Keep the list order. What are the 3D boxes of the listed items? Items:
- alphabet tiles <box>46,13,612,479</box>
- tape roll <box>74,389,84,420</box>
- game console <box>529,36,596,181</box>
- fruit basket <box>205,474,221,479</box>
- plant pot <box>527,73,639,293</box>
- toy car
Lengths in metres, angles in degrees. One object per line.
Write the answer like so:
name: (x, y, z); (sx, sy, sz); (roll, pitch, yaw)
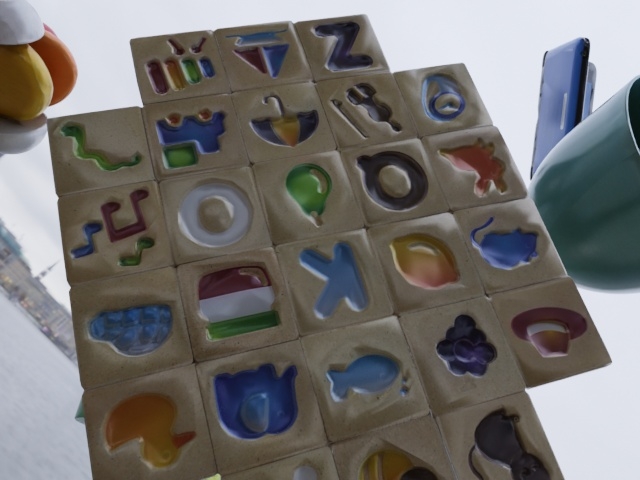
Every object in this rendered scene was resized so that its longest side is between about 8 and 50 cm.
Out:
alphabet tiles: (0.000, 0.000, 0.365); (0.011, 0.285, 0.342); (107, -32, -62)
tape roll: (-0.355, 0.383, 1.323); (0.321, 0.077, 0.321); (9, -26, 4)
game console: (0.567, -0.265, 1.337); (0.173, 0.293, 0.250); (3, 6, -5)
fruit basket: (-0.202, 0.287, 0.908); (0.283, 0.392, 0.392); (15, -34, 27)
plant pot: (0.447, -0.055, 0.904); (0.293, 0.293, 0.235); (46, -39, -4)
toy car: (-0.342, -0.192, 0.638); (0.182, 0.136, 0.159); (19, -55, 5)
